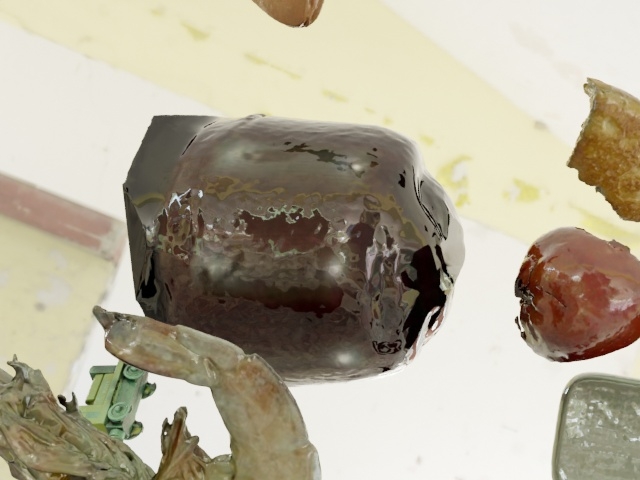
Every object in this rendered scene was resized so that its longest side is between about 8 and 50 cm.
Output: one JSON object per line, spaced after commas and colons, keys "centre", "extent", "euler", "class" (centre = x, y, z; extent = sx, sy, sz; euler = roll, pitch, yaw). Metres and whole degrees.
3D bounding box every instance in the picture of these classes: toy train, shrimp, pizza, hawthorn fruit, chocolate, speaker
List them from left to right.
{"centre": [-0.246, 0.193, 1.099], "extent": [0.081, 0.122, 0.050], "euler": [-6, -52, 10], "class": "toy train"}
{"centre": [-0.159, 0.161, 0.769], "extent": [0.360, 0.247, 0.085], "euler": [32, 19, -6], "class": "shrimp"}
{"centre": [0.000, 0.000, 1.121], "extent": [0.331, 0.383, 0.384], "euler": [-10, -21, 28], "class": "chocolate"}
{"centre": [0.295, 0.057, 0.986], "extent": [0.172, 0.148, 0.148], "euler": [-2, -6, -2], "class": "hawthorn fruit"}
{"centre": [0.432, -0.113, 1.282], "extent": [0.271, 0.134, 0.056], "euler": [38, 22, -20], "class": "pizza"}
{"centre": [0.482, 0.266, 1.090], "extent": [0.406, 0.183, 0.184], "euler": [7, -11, 23], "class": "speaker"}

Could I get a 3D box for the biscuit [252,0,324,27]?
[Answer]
{"centre": [-0.007, -0.316, 0.985], "extent": [0.036, 0.192, 0.186], "euler": [0, 38, -42], "class": "biscuit"}
